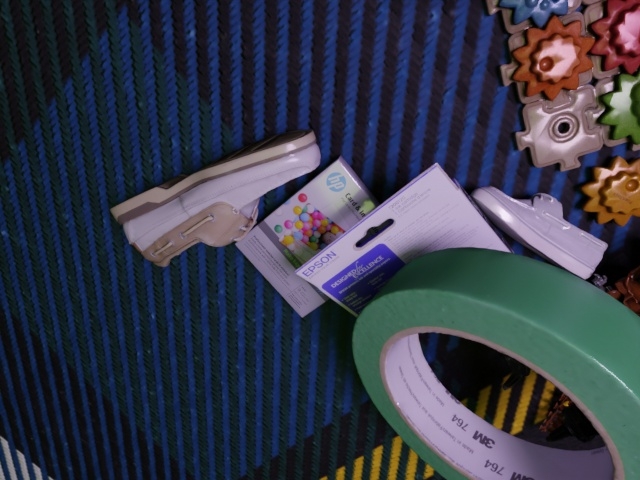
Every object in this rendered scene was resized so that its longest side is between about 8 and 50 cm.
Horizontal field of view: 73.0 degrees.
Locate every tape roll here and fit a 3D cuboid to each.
[{"bbox_3d":[0.182,0.161,0.449,0.321,0.077,0.321,28,138,28],"label":"tape roll"}]

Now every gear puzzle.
[{"bbox_3d":[0.303,-0.165,0.476,0.175,0.044,0.339,-16,107,14],"label":"gear puzzle"}]

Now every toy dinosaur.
[{"bbox_3d":[0.356,0.147,0.526,0.218,0.164,0.322,-9,107,-25],"label":"toy dinosaur"}]

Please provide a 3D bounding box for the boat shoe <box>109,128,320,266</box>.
[{"bbox_3d":[-0.125,-0.050,0.557,0.302,0.113,0.103,-17,108,25],"label":"boat shoe"}]

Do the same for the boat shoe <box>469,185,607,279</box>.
[{"bbox_3d":[0.269,-0.022,0.527,0.184,0.066,0.063,33,98,-2],"label":"boat shoe"}]

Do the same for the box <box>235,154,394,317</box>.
[{"bbox_3d":[0.000,0.000,0.588,0.186,0.038,0.145,-37,102,18],"label":"box"}]

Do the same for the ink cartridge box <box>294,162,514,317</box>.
[{"bbox_3d":[0.108,0.022,0.536,0.206,0.045,0.208,-37,126,20],"label":"ink cartridge box"}]
